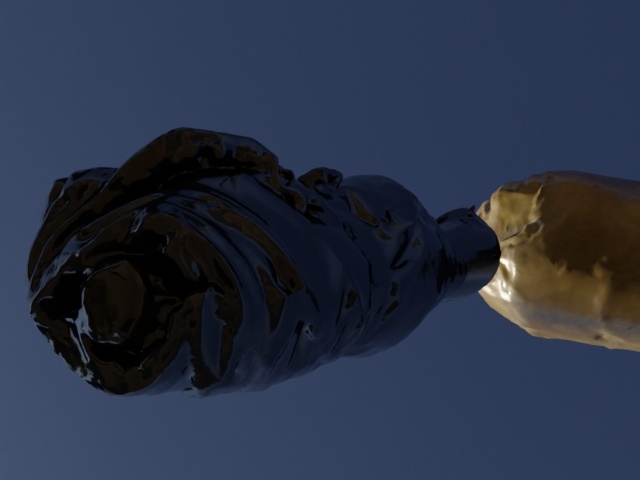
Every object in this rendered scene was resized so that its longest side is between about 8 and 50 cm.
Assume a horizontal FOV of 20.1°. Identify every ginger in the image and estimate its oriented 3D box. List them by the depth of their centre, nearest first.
[{"bbox_3d":[0.145,0.014,0.739,0.190,0.095,0.069,10,-106,18],"label":"ginger"}]

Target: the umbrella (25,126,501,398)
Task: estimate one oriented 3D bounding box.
[{"bbox_3d":[0.006,0.004,0.519,0.071,0.248,0.071,1,-88,29],"label":"umbrella"}]
